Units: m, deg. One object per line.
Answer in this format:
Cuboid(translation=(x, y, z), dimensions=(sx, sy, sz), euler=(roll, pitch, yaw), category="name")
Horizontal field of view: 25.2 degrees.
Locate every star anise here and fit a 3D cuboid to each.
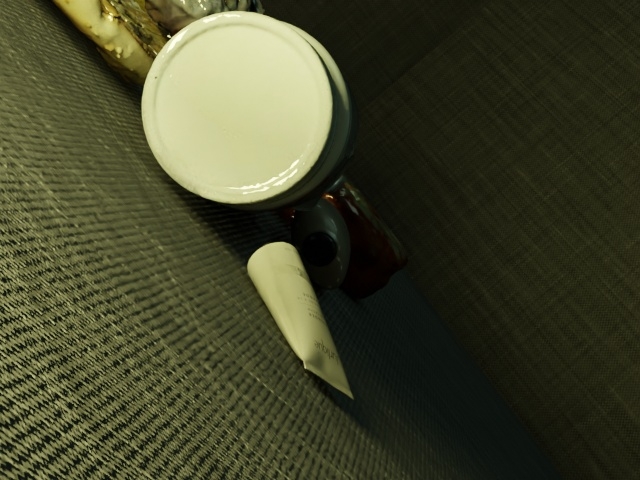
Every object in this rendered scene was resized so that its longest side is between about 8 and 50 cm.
Cuboid(translation=(-0.156, -0.321, 2.044), dimensions=(0.359, 0.139, 0.316), euler=(67, 26, -15), category="star anise")

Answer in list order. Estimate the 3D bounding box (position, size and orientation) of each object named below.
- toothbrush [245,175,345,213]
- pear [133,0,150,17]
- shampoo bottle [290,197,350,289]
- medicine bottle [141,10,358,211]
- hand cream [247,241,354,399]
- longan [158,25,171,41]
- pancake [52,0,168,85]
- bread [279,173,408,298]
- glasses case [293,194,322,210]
Cuboid(translation=(-0.035, -0.066, 1.940), dimensions=(0.037, 0.028, 0.375), euler=(39, 19, 10), category="toothbrush")
Cuboid(translation=(-0.251, -0.429, 2.284), dimensions=(0.211, 0.188, 0.228), euler=(57, 4, -7), category="pear")
Cuboid(translation=(0.000, 0.000, 1.917), dimensions=(0.257, 0.078, 0.127), euler=(-74, 152, -83), category="shampoo bottle")
Cuboid(translation=(-0.068, -0.135, 1.582), dimensions=(0.211, 0.211, 0.371), euler=(50, 5, 1), category="medicine bottle")
Cuboid(translation=(-0.022, 0.071, 1.395), dimensions=(0.087, 0.054, 0.186), euler=(39, 18, -48), category="hand cream")
Cuboid(translation=(-0.217, -0.291, 2.158), dimensions=(0.106, 0.106, 0.119), euler=(39, 50, -67), category="longan")
Cuboid(translation=(-0.301, -0.319, 1.667), dimensions=(0.382, 0.071, 0.382), euler=(49, 4, -4), category="pancake")
Cuboid(translation=(0.005, -0.057, 2.261), dimensions=(0.328, 0.114, 0.295), euler=(52, 4, 30), category="bread")
Cuboid(translation=(-0.088, -0.108, 1.852), dimensions=(0.205, 0.047, 0.071), euler=(36, 8, 31), category="glasses case")
